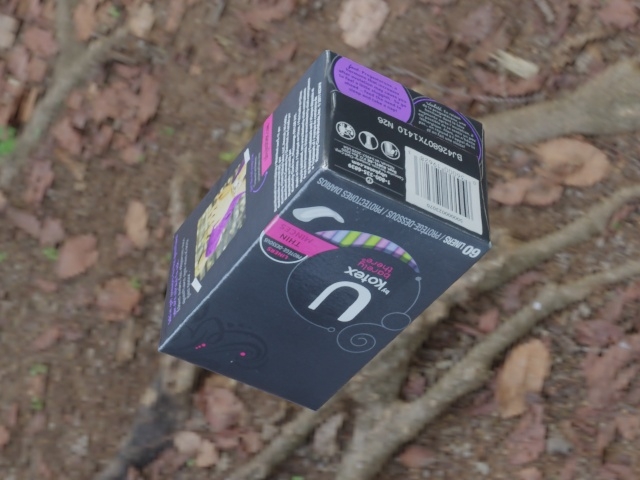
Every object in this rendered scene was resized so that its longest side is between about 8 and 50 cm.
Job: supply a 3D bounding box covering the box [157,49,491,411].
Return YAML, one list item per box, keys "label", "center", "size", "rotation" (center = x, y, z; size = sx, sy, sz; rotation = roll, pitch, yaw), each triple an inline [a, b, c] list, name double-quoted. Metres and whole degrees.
- label: "box"
  center: [0.000, 0.000, 1.306]
  size: [0.270, 0.165, 0.143]
  rotation: [-47, 28, 40]
